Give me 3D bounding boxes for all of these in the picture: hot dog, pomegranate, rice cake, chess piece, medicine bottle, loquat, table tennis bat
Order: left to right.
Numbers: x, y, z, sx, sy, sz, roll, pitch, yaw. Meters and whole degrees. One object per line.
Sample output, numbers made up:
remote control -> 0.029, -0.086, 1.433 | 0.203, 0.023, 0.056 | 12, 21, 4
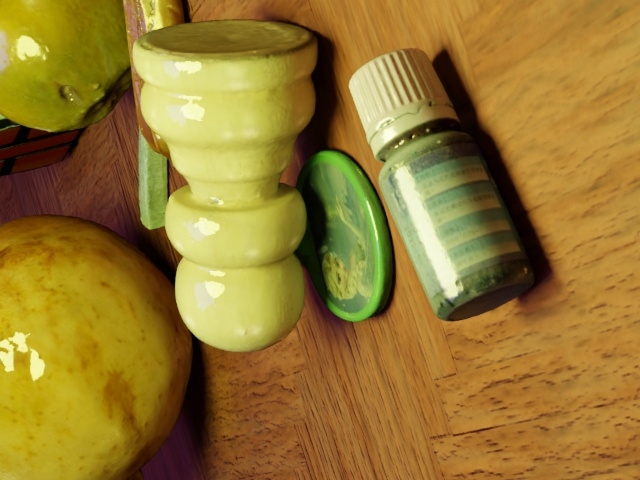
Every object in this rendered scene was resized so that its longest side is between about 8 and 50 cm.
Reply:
loquat -> -0.326, -0.245, 1.901 | 0.246, 0.213, 0.213 | 42, 152, 8
pomegranate -> -0.330, 0.177, 2.049 | 0.410, 0.410, 0.410 | 49, 148, 47
rice cake -> -0.201, -0.085, 1.975 | 0.029, 0.033, 0.170 | 47, 146, 42
hot dog -> -0.173, -0.191, 1.791 | 0.092, 0.062, 0.235 | 36, 135, 57
chess piece -> -0.082, -0.041, 1.497 | 0.167, 0.167, 0.299 | -147, 51, -59
table tennis bat -> 0.000, 0.000, 1.544 | 0.257, 0.039, 0.160 | -11, 92, 66
medicine bottle -> 0.086, -0.044, 1.231 | 0.203, 0.083, 0.083 | 66, 157, 15

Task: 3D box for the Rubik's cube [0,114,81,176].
Rubik's cube -> -0.493, -0.238, 2.238 | 0.283, 0.294, 0.288 | -37, 69, 65
